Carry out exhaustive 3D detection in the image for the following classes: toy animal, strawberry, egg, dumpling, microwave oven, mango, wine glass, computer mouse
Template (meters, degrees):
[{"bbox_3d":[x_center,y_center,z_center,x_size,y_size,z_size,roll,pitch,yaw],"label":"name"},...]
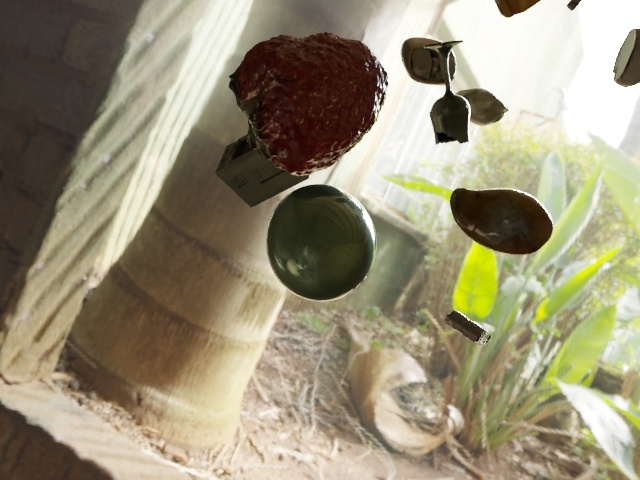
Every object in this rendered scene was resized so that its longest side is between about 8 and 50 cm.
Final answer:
[{"bbox_3d":[0.743,-0.393,1.398,0.193,0.178,0.127,8,41,11],"label":"toy animal"},{"bbox_3d":[-0.010,-0.256,1.171,0.257,0.277,0.257,63,-7,14],"label":"strawberry"},{"bbox_3d":[0.000,0.000,0.999,0.168,0.168,0.231,22,20,-15],"label":"egg"},{"bbox_3d":[0.471,-0.379,1.836,0.134,0.099,0.169,7,-34,52],"label":"dumpling"},{"bbox_3d":[-0.137,-0.202,1.666,0.208,0.122,0.162,-23,-53,34],"label":"microwave oven"},{"bbox_3d":[0.526,-0.065,1.926,0.316,0.192,0.146,22,9,22],"label":"mango"},{"bbox_3d":[0.248,-0.283,1.263,0.079,0.195,0.079,-8,13,2],"label":"wine glass"},{"bbox_3d":[0.300,-0.510,1.816,0.145,0.082,0.236,7,36,-5],"label":"computer mouse"}]

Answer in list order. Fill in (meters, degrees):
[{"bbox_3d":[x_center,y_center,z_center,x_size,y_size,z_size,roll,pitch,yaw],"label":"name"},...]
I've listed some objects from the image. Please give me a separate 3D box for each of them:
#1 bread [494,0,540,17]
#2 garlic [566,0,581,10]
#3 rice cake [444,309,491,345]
[{"bbox_3d":[0.448,-0.557,1.458,0.073,0.122,0.149,47,21,-21],"label":"bread"},{"bbox_3d":[0.853,-0.831,2.078,0.131,0.194,0.127,50,20,20],"label":"garlic"},{"bbox_3d":[0.424,0.251,1.842,0.106,0.050,0.298,33,0,22],"label":"rice cake"}]
